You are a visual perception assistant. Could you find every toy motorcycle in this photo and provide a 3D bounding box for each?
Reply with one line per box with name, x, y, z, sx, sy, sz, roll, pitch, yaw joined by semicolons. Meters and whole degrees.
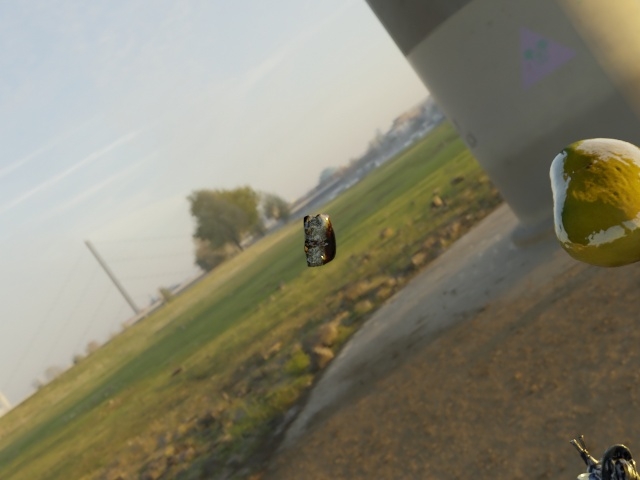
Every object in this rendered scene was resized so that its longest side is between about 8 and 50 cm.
toy motorcycle;0.561;0.553;1.811;0.125;0.358;0.212;-3;10;-4

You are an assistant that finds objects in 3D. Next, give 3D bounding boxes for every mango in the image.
mango;0.342;-0.056;1.107;0.137;0.091;0.237;-22;33;24

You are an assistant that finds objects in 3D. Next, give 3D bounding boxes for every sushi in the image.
sushi;0.000;0.000;1.430;0.046;0.083;0.044;-4;9;11
